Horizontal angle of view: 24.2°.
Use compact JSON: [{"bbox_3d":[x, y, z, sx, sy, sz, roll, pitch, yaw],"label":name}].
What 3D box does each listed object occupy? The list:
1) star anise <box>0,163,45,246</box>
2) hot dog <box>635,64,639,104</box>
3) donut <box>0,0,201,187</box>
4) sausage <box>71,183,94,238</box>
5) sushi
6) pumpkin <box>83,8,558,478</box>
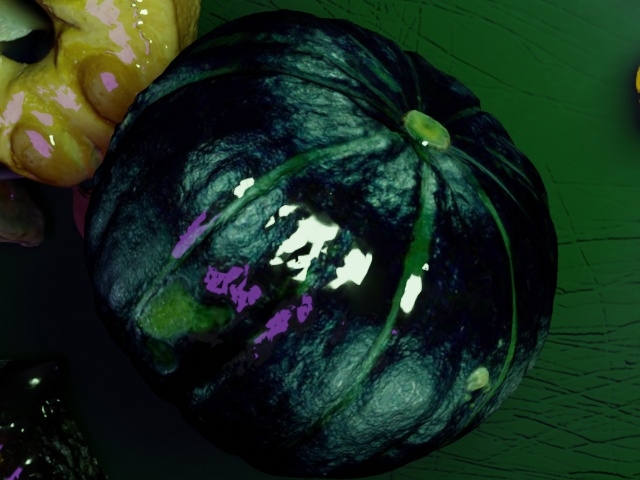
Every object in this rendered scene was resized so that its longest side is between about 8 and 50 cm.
[{"bbox_3d":[-0.360,-0.086,1.493,0.236,0.093,0.229,49,132,-2],"label":"star anise"},{"bbox_3d":[0.324,-0.125,1.018,0.235,0.062,0.092,-13,67,40],"label":"hot dog"},{"bbox_3d":[-0.257,-0.206,1.300,0.299,0.150,0.317,-21,106,32],"label":"donut"},{"bbox_3d":[-0.061,0.054,1.360,0.433,0.088,0.088,29,125,20],"label":"sausage"},{"bbox_3d":[-0.379,0.270,1.598,0.215,0.212,0.227,-3,111,35],"label":"sushi"},{"bbox_3d":[0.000,0.000,1.117,0.363,0.363,0.266,46,128,7],"label":"pumpkin"}]
